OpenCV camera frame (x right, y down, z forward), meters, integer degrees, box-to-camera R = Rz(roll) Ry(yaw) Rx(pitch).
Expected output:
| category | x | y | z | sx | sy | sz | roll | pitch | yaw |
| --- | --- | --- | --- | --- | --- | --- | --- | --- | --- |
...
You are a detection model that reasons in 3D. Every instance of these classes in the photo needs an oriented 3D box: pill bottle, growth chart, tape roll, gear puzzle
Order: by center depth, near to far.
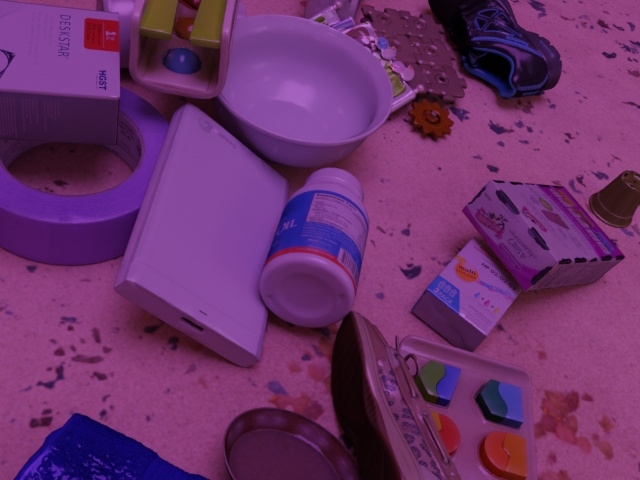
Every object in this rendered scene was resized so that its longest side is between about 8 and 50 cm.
| category | x | y | z | sx | sy | sz | roll | pitch | yaw |
| --- | --- | --- | --- | --- | --- | --- | --- | --- | --- |
| tape roll | -0.336 | -0.101 | 0.969 | 0.275 | 0.090 | 0.275 | 9 | 49 | -11 |
| pill bottle | 0.000 | 0.000 | 0.970 | 0.124 | 0.124 | 0.221 | 19 | 40 | -3 |
| pill bottle | -0.243 | -0.349 | 1.177 | 0.229 | 0.131 | 0.131 | -5 | 54 | -23 |
| growth chart | 0.057 | -0.311 | 1.259 | 0.172 | 0.021 | 0.237 | -42 | 88 | -16 |
| gear puzzle | 0.183 | -0.316 | 1.360 | 0.175 | 0.044 | 0.339 | 1 | 54 | -20 |

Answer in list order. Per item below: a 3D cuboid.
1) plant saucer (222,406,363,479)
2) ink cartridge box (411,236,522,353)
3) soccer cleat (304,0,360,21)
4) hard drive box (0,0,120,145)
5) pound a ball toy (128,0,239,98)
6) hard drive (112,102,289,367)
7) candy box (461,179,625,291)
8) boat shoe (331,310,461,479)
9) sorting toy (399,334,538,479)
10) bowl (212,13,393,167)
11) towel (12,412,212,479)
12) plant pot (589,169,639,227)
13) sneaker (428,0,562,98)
| category | x | y | z | sx | sy | sz | roll | pitch | yaw |
| --- | --- | --- | --- | --- | --- | --- | --- | --- | --- |
| plant saucer | -0.033 | 0.253 | 0.784 | 0.168 | 0.029 | 0.168 | 24 | 23 | -11 |
| ink cartridge box | 0.227 | 0.068 | 1.037 | 0.104 | 0.061 | 0.181 | 39 | 49 | 13 |
| soccer cleat | 0.044 | -0.519 | 1.408 | 0.116 | 0.143 | 0.331 | 15 | 48 | -6 |
| hard drive box | -0.383 | -0.222 | 0.935 | 0.232 | 0.089 | 0.181 | 1 | 52 | -19 |
| pound a ball toy | -0.221 | -0.347 | 1.024 | 0.208 | 0.136 | 0.319 | 8 | 48 | -8 |
| hard drive | -0.138 | -0.015 | 0.935 | 0.203 | 0.040 | 0.307 | 38 | 41 | -31 |
| candy box | 0.342 | -0.009 | 1.088 | 0.233 | 0.071 | 0.159 | 0 | 48 | -46 |
| boat shoe | 0.081 | 0.202 | 0.840 | 0.089 | 0.104 | 0.285 | 6 | 41 | -21 |
| sorting toy | 0.185 | 0.228 | 0.907 | 0.193 | 0.038 | 0.208 | 17 | 49 | -5 |
| bowl | -0.045 | -0.213 | 1.130 | 0.298 | 0.134 | 0.298 | 10 | 50 | -12 |
| towel | -0.173 | 0.315 | 0.687 | 0.308 | 0.076 | 0.228 | 26 | 49 | 3 |
| plant pot | 0.527 | -0.079 | 1.250 | 0.083 | 0.079 | 0.083 | 10 | 48 | -11 |
| sneaker | 0.322 | -0.414 | 1.429 | 0.139 | 0.125 | 0.341 | -27 | 62 | -29 |
